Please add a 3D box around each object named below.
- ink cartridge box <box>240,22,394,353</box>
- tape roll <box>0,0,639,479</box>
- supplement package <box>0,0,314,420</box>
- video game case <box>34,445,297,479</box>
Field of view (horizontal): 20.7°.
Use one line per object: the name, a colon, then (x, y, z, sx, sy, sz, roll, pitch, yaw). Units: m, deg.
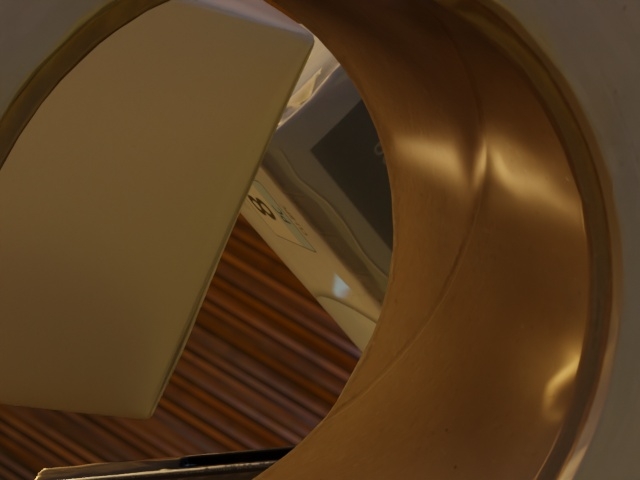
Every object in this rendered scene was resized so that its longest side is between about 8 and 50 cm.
ink cartridge box: (0.000, 0.000, 1.046, 0.091, 0.308, 0.385, -47, 26, -12)
tape roll: (-0.023, 0.010, 0.387, 0.286, 0.286, 0.100, -59, 27, -7)
supplement package: (-0.185, -0.061, 0.642, 0.293, 0.177, 0.175, 12, -72, -40)
video game case: (0.009, 0.193, 0.857, 0.026, 0.274, 0.196, -73, -24, -73)
